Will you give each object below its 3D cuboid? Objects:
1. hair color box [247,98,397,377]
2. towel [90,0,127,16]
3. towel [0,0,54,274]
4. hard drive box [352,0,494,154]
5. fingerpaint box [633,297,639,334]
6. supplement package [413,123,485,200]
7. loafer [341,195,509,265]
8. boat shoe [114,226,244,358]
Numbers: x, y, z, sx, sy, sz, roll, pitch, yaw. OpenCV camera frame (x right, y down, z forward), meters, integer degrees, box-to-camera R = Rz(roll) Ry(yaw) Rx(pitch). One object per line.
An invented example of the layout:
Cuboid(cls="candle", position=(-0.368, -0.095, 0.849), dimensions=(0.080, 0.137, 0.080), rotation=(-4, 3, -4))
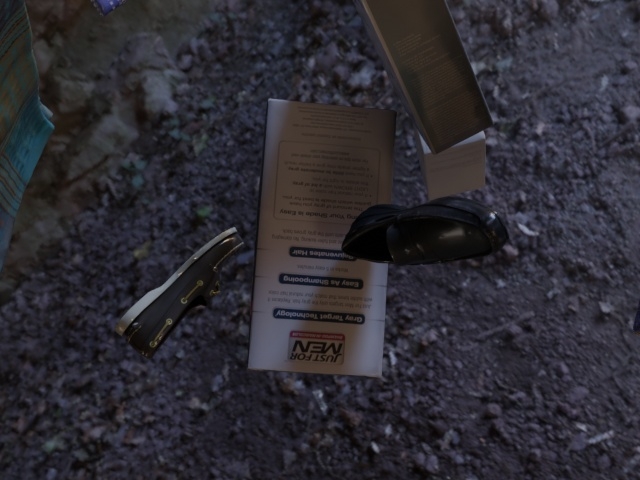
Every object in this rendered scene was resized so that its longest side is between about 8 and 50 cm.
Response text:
Cuboid(cls="hair color box", position=(0.000, 0.000, 1.010), dimensions=(0.105, 0.173, 0.347), rotation=(128, 147, -81))
Cuboid(cls="towel", position=(-0.246, -0.459, 0.965), dimensions=(0.040, 0.243, 0.336), rotation=(-20, 26, 52))
Cuboid(cls="towel", position=(-0.259, -0.022, 0.569), dimensions=(0.370, 0.040, 0.271), rotation=(160, 125, -72))
Cuboid(cls="hard drive box", position=(0.117, -0.254, 0.965), dimensions=(0.089, 0.232, 0.181), rotation=(-27, 32, 7))
Cuboid(cls="fingerpaint box", position=(0.456, -0.115, 0.743), dimensions=(0.163, 0.371, 0.445), rotation=(10, 83, 12))
Cuboid(cls="supplement package", position=(0.220, -0.161, 1.308), dimensions=(0.105, 0.179, 0.105), rotation=(-14, 66, 5))
Cuboid(cls="loafer", position=(0.110, -0.001, 0.850), dimensions=(0.078, 0.076, 0.223), rotation=(-42, 24, -28))
Cuboid(cls="boat shoe", position=(-0.187, 0.073, 1.093), dimensions=(0.228, 0.068, 0.081), rotation=(-44, -3, -23))
